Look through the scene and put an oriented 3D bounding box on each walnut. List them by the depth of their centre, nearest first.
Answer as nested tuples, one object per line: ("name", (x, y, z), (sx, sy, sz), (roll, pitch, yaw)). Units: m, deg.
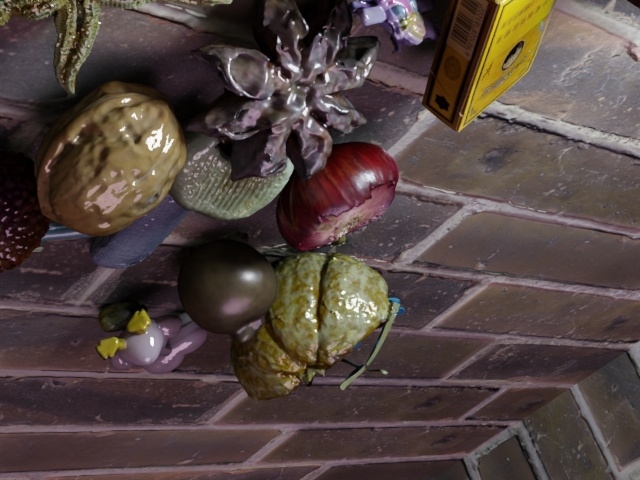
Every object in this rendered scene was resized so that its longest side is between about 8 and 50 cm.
("walnut", (-0.301, -0.115, 1.654), (0.245, 0.198, 0.198), (-41, 152, -4))

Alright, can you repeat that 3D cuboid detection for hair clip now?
("hair clip", (0.108, -0.333, 1.655), (0.090, 0.137, 0.278), (-19, 174, 15))

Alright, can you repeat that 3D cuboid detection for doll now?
("doll", (-0.319, 0.201, 2.275), (0.160, 0.094, 0.365), (-37, 171, 6))

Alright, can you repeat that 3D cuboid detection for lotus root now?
("lotus root", (-0.380, 0.145, 2.238), (0.099, 0.054, 0.049), (-17, 167, -18))

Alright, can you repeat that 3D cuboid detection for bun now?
("bun", (-0.149, -0.134, 1.812), (0.204, 0.126, 0.212), (-39, 139, 17))

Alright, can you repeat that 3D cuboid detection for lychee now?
("lychee", (-0.480, -0.049, 1.697), (0.188, 0.188, 0.188), (-17, 152, -9))

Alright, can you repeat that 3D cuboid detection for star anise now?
("star anise", (-0.042, -0.218, 1.670), (0.331, 0.117, 0.332), (-15, 126, -22))

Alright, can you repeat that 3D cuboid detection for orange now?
("orange", (-0.048, 0.144, 2.287), (0.368, 0.271, 0.210), (-37, 106, 29))

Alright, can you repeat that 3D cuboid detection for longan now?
("longan", (-0.168, 0.096, 2.152), (0.185, 0.204, 0.159), (-14, -163, 12))

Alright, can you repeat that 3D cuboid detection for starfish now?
("starfish", (-0.291, -0.308, 1.457), (0.357, 0.078, 0.347), (-2, 146, -33))

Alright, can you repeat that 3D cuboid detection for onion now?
("onion", (0.027, -0.080, 2.008), (0.248, 0.161, 0.248), (-14, 162, -5))

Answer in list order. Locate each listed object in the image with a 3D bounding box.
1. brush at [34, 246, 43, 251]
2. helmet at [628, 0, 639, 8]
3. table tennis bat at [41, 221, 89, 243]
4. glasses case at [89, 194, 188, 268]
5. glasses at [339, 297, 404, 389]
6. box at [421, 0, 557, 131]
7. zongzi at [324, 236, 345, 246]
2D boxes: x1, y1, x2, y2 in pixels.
("brush", (-0.495, 0.013, 1.898), (0.083, 0.013, 0.016), (-1, 158, -36))
("helmet", (0.587, -0.434, 1.635), (0.385, 0.230, 0.337), (-22, 149, -14))
("table tennis bat", (-0.483, -0.012, 1.901), (0.244, 0.040, 0.153), (-8, 152, -17))
("glasses case", (-0.291, -0.041, 1.952), (0.109, 0.067, 0.282), (1, 143, -44))
("glasses", (0.093, 0.236, 2.641), (0.102, 0.207, 0.239), (38, 121, -18))
("box", (0.265, -0.323, 1.742), (0.193, 0.084, 0.301), (-40, 161, -25))
("zongzi", (0.000, 0.000, 2.268), (0.083, 0.040, 0.076), (-22, 162, 28))
